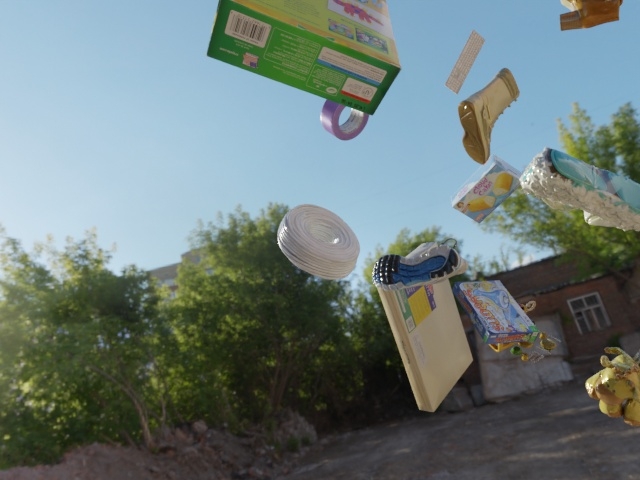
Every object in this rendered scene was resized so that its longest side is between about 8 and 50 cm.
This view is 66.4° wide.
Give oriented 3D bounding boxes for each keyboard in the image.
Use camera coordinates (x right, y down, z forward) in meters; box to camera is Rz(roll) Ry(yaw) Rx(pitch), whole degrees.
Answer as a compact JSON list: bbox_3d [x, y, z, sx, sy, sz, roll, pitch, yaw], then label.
[{"bbox_3d":[0.581,-0.717,1.968,0.072,0.256,0.014,29,-3,-27],"label":"keyboard"}]

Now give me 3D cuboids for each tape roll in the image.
[{"bbox_3d":[0.099,-0.498,1.936,0.189,0.080,0.189,-24,-44,-26],"label":"tape roll"}]

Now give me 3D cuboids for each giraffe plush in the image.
[{"bbox_3d":[0.791,0.378,1.281,0.181,0.210,0.170,20,8,40],"label":"giraffe plush"}]

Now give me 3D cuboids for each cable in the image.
[{"bbox_3d":[0.000,0.000,1.449,0.089,0.257,0.257,-61,-7,32],"label":"cable"}]

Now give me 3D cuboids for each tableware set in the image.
[{"bbox_3d":[0.714,0.354,1.631,0.154,0.104,0.024,-27,-55,-28],"label":"tableware set"}]

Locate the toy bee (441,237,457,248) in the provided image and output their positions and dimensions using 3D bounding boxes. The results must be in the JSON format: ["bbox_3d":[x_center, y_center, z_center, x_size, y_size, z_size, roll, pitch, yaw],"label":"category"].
[{"bbox_3d":[0.540,0.111,2.280,0.195,0.162,0.298,31,-76,-23],"label":"toy bee"}]

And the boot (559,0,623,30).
[{"bbox_3d":[1.004,-0.928,1.817,0.211,0.295,0.104,-3,-9,29],"label":"boot"}]

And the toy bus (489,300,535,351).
[{"bbox_3d":[0.649,0.293,1.642,0.191,0.104,0.202,21,-72,-31],"label":"toy bus"}]

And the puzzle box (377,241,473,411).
[{"bbox_3d":[0.310,0.239,1.411,0.052,0.409,0.272,-8,15,45],"label":"puzzle box"}]

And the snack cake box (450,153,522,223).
[{"bbox_3d":[0.695,-0.214,2.056,0.152,0.089,0.264,27,-51,-14],"label":"snack cake box"}]

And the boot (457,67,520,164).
[{"bbox_3d":[0.540,-0.387,1.549,0.203,0.095,0.262,-42,-46,-11],"label":"boot"}]

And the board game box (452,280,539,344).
[{"bbox_3d":[0.441,0.179,1.251,0.136,0.201,0.035,-1,-56,-13],"label":"board game box"}]

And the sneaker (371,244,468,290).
[{"bbox_3d":[0.184,0.060,0.905,0.190,0.071,0.083,-12,-19,41],"label":"sneaker"}]

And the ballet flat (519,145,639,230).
[{"bbox_3d":[0.669,-0.109,1.208,0.408,0.147,0.147,21,-29,-14],"label":"ballet flat"}]

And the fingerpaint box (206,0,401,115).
[{"bbox_3d":[-0.041,-0.555,1.266,0.444,0.371,0.163,14,-42,-18],"label":"fingerpaint box"}]
